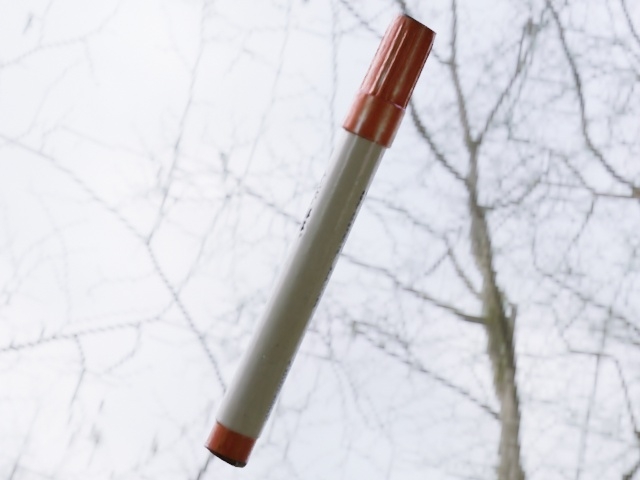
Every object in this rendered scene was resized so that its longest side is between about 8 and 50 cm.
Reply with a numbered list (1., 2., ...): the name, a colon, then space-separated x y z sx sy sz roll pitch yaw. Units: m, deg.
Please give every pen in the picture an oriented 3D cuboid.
1. pen: 0.000 0.000 0.768 0.028 0.239 0.028 23 3 -1
